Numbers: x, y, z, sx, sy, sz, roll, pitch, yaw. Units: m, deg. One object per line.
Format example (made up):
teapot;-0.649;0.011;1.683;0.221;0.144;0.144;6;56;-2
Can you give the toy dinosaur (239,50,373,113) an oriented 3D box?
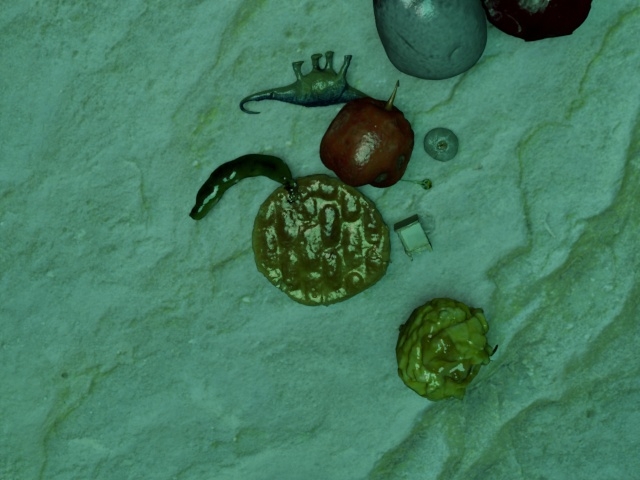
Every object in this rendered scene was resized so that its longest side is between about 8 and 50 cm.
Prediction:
toy dinosaur;-0.006;-0.351;1.706;0.363;0.076;0.147;0;114;1

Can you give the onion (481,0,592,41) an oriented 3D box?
onion;0.429;-0.510;1.541;0.207;0.216;0.206;-11;100;3

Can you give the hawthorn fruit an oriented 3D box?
hawthorn fruit;0.121;-0.238;1.647;0.208;0.207;0.243;27;110;0

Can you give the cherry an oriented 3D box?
cherry;0.223;-0.458;1.564;0.218;0.296;0.255;-31;69;11

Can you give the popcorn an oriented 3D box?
popcorn;0.292;0.253;1.741;0.225;0.249;0.249;27;105;-18

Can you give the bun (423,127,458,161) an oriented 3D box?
bun;0.277;-0.219;1.719;0.083;0.045;0.083;2;108;8

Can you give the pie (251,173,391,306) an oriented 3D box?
pie;0.000;0.000;1.787;0.340;0.083;0.339;2;105;8

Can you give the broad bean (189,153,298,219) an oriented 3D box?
broad bean;-0.184;-0.133;1.768;0.292;0.049;0.144;-9;70;23

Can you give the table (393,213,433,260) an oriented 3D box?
table;0.217;-0.007;1.758;0.062;0.079;0.083;-26;100;10

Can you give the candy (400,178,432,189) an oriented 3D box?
candy;0.220;-0.135;1.761;0.083;0.025;0.023;8;76;13
